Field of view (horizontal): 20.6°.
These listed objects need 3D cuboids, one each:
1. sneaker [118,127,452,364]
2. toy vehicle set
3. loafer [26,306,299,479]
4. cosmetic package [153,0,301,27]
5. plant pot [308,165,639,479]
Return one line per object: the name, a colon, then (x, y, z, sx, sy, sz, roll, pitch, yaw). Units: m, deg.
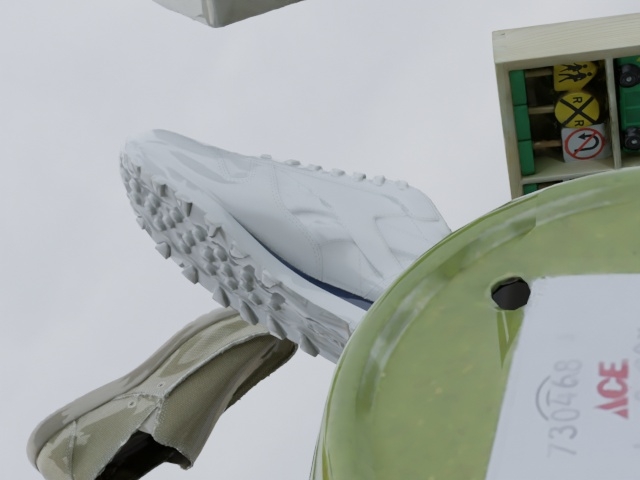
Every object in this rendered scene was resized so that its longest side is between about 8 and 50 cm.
sneaker: (0.000, 0.000, 0.926, 0.095, 0.235, 0.090, -53, -14, -20)
toy vehicle set: (0.202, -0.022, 1.094, 0.035, 0.166, 0.267, -88, -11, -50)
loafer: (-0.125, 0.149, 1.545, 0.268, 0.092, 0.102, -32, -29, -3)
cosmetic package: (-0.066, -0.300, 1.089, 0.129, 0.153, 0.296, -20, -62, -24)
plant pot: (0.098, 0.134, 0.427, 0.275, 0.275, 0.293, -47, -42, -33)
